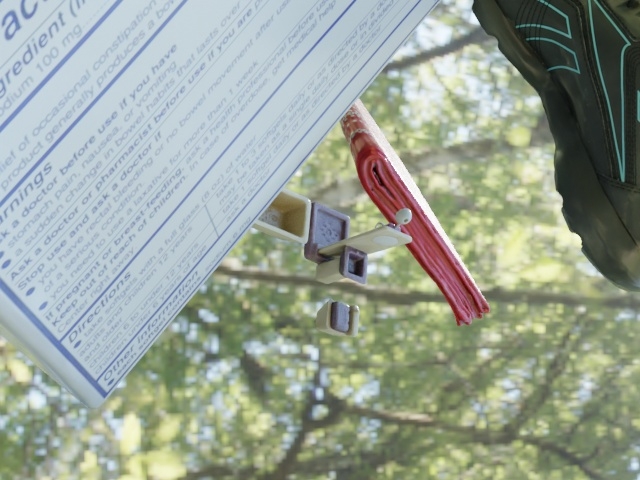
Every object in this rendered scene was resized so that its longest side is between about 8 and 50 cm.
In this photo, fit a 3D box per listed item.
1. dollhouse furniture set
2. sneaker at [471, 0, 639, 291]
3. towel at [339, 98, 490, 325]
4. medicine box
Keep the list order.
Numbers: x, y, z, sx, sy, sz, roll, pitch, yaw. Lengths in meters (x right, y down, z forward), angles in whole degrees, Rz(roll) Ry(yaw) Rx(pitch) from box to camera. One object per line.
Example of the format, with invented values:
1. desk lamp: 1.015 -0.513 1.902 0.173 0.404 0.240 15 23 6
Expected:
1. dollhouse furniture set: 0.000 0.000 0.897 0.081 0.114 0.091 -19 -122 45
2. sneaker: 0.166 -0.108 0.804 0.106 0.101 0.267 -30 -102 33
3. towel: 0.052 -0.063 1.205 0.031 0.199 0.275 -32 -148 6
4. medicine box: -0.081 -0.110 0.524 0.149 0.289 0.263 36 -103 17
